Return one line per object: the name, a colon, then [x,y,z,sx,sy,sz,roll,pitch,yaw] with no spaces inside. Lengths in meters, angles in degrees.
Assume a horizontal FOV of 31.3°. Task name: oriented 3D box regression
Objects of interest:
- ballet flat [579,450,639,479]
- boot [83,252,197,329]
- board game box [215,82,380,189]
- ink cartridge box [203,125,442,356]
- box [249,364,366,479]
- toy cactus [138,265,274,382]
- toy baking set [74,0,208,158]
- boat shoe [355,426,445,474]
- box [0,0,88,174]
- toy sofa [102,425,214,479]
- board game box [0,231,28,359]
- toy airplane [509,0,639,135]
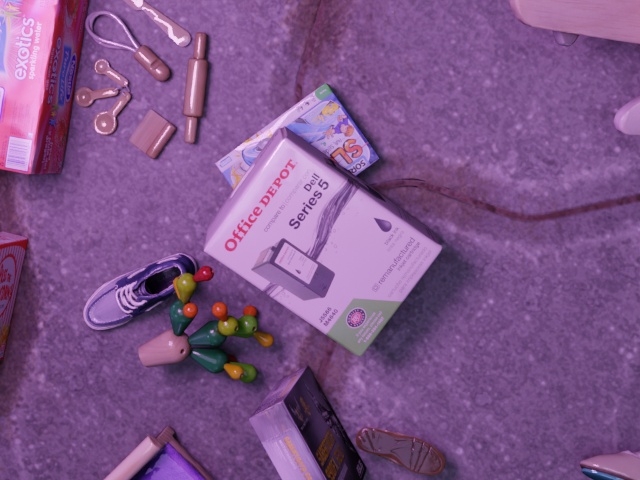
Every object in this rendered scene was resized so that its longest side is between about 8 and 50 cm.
ballet flat: [0.496,0.347,1.641,0.248,0.086,0.086,26,96,1]
boot: [-0.273,0.076,1.672,0.190,0.086,0.069,-31,91,6]
board game box: [-0.033,-0.116,1.663,0.201,0.035,0.136,-36,91,6]
ink cartridge box: [0.000,0.000,1.601,0.273,0.115,0.198,34,100,-10]
box: [-0.012,0.287,1.595,0.056,0.231,0.183,-28,91,10]
toy cactus: [-0.176,0.130,1.641,0.180,0.112,0.219,-19,136,13]
toy baking set: [-0.259,-0.253,1.674,0.196,0.030,0.256,12,95,4]
boat shoe: [0.119,0.306,1.677,0.135,0.045,0.050,22,88,7]
box: [-0.440,-0.252,1.633,0.154,0.142,0.300,10,95,4]
toy sofa: [-0.168,0.456,1.648,0.150,0.177,0.362,-44,89,7]
board game box: [-0.490,0.089,1.662,0.045,0.147,0.194,13,96,4]
toy airplane: [0.492,-0.322,1.518,0.384,0.272,0.386,-36,127,17]
